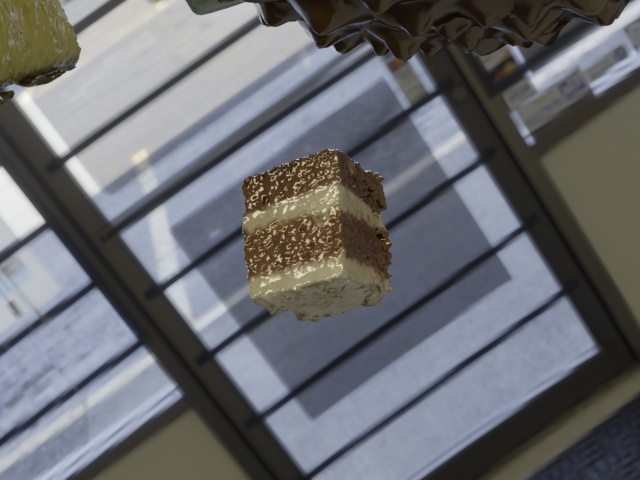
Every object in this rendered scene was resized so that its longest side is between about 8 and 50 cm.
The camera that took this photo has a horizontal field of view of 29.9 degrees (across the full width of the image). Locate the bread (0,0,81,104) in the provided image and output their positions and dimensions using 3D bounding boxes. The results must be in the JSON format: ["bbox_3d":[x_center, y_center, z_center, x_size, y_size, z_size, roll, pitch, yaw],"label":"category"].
[{"bbox_3d":[-0.341,-0.043,0.632,0.345,0.242,0.405,-7,45,3],"label":"bread"}]

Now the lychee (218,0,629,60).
[{"bbox_3d":[0.043,-0.174,0.363,0.267,0.267,0.267,-31,19,12],"label":"lychee"}]

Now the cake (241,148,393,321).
[{"bbox_3d":[0.000,0.000,1.273,0.134,0.135,0.147,-19,66,23],"label":"cake"}]

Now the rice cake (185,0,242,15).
[{"bbox_3d":[0.005,-0.204,0.786,0.221,0.042,0.080,-18,-8,11],"label":"rice cake"}]
